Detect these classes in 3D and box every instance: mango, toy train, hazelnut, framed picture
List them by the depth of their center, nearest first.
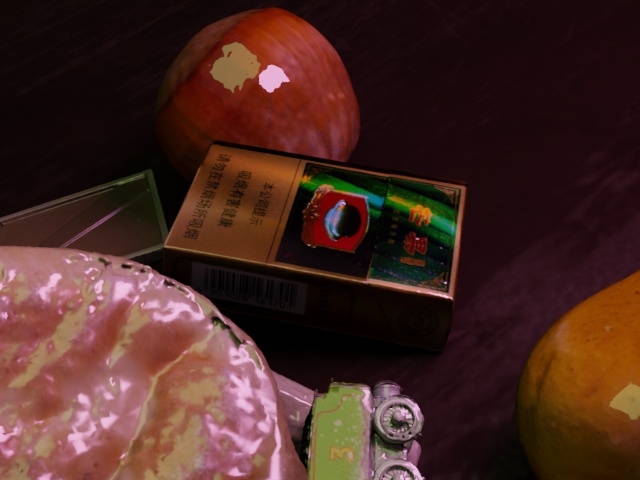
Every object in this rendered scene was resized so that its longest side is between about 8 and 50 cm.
[{"bbox_3d":[0.024,0.185,0.663,0.081,0.060,0.202,4,60,-1],"label":"toy train"},{"bbox_3d":[0.239,0.089,0.716,0.262,0.130,0.167,-33,36,-33],"label":"mango"},{"bbox_3d":[-0.059,-0.128,1.047,0.214,0.176,0.214,3,64,-7],"label":"hazelnut"},{"bbox_3d":[-0.256,0.000,1.070,0.203,0.015,0.150,-19,38,-6],"label":"framed picture"}]

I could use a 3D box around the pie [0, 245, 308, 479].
[{"bbox_3d":[-0.180,0.135,0.625,0.337,0.075,0.337,6,60,-10],"label":"pie"}]

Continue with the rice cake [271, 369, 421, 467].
[{"bbox_3d":[-0.050,0.117,0.747,0.256,0.052,0.057,25,59,2],"label":"rice cake"}]

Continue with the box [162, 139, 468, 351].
[{"bbox_3d":[0.000,0.000,0.902,0.240,0.071,0.159,10,38,4],"label":"box"}]
